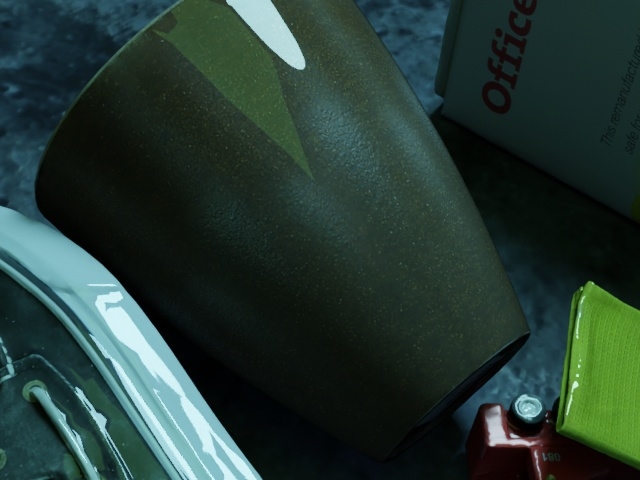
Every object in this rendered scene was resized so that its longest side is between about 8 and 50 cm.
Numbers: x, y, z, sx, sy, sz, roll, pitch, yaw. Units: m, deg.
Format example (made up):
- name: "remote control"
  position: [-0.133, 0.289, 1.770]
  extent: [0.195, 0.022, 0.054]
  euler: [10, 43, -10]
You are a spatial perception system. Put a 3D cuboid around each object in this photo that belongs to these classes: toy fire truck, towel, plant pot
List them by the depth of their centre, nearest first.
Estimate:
- name: "toy fire truck"
  position: [0.132, 0.149, 0.683]
  extent: [0.192, 0.047, 0.135]
  euler: [1, 51, -8]
- name: "towel"
  position: [0.237, 0.108, 0.697]
  extent: [0.237, 0.021, 0.102]
  euler: [26, 46, -9]
- name: "plant pot"
  position: [0.000, 0.000, 0.715]
  extent: [0.215, 0.215, 0.230]
  euler: [-34, 75, -30]

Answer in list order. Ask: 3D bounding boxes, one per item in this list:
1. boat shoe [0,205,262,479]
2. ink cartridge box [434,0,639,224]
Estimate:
- name: "boat shoe"
  position: [-0.122, 0.111, 0.639]
  extent: [0.119, 0.121, 0.335]
  euler: [-29, 60, -32]
- name: "ink cartridge box"
  position: [0.286, -0.129, 0.787]
  extent: [0.384, 0.279, 0.160]
  euler: [32, 53, 20]
